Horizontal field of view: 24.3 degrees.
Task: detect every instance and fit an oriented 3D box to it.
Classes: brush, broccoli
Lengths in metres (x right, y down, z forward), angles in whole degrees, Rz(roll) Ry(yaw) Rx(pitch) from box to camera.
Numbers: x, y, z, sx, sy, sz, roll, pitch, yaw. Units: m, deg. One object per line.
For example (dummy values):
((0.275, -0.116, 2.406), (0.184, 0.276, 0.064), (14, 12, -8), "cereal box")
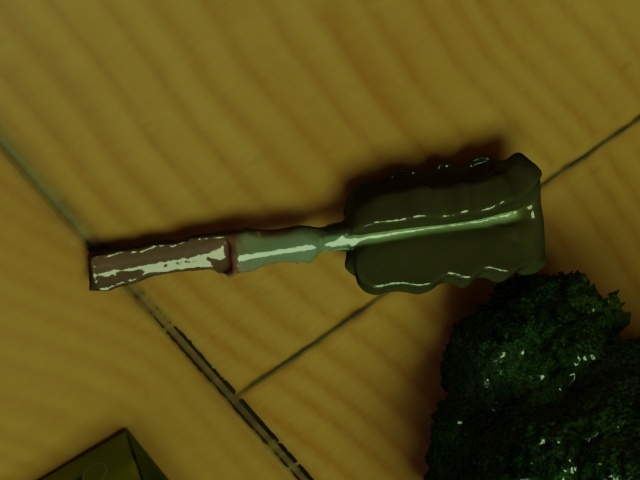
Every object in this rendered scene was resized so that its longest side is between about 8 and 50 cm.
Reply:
((0.000, 0.000, 0.959), (0.301, 0.071, 0.084), (-8, 112, -11), "brush")
((0.205, 0.172, 1.057), (0.283, 0.304, 0.321), (-25, 160, -37), "broccoli")

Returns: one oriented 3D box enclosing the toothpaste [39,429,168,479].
((-0.106, 0.278, 1.096), (0.110, 0.077, 0.327), (-30, 130, 1), "toothpaste")
